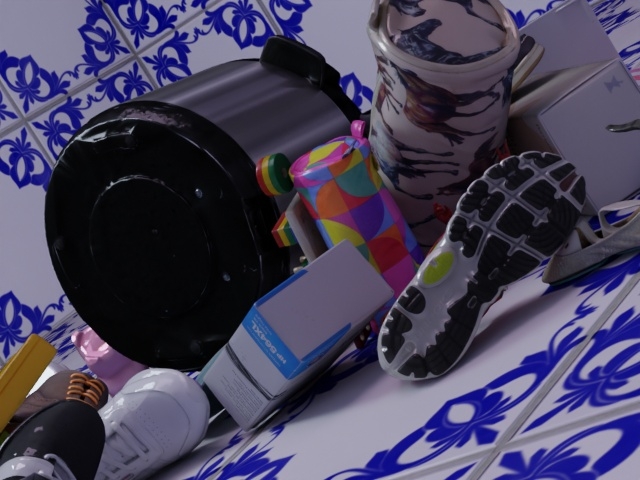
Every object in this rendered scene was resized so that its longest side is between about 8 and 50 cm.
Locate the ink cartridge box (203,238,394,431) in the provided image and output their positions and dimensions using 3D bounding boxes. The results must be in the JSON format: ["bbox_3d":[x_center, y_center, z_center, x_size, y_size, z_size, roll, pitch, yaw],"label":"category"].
[{"bbox_3d":[-0.028,0.106,1.764,0.148,0.086,0.203,-36,-9,-34],"label":"ink cartridge box"}]

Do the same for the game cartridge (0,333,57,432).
[{"bbox_3d":[-0.450,0.276,1.942,0.285,0.053,0.323,-58,7,-34],"label":"game cartridge"}]

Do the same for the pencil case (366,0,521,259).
[{"bbox_3d":[0.123,-0.126,1.867,0.184,0.159,0.410,-1,-36,-2],"label":"pencil case"}]

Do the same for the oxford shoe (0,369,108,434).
[{"bbox_3d":[-0.345,0.230,2.147,0.132,0.130,0.364,-61,15,-12],"label":"oxford shoe"}]

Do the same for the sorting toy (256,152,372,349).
[{"bbox_3d":[0.000,0.000,1.883,0.046,0.274,0.132,-14,26,27],"label":"sorting toy"}]

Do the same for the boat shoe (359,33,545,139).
[{"bbox_3d":[0.156,-0.184,2.017,0.285,0.092,0.103,-33,12,43],"label":"boat shoe"}]

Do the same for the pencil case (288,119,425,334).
[{"bbox_3d":[0.057,-0.009,1.810,0.104,0.236,0.104,-24,17,8],"label":"pencil case"}]

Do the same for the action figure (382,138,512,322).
[{"bbox_3d":[0.160,-0.005,1.779,0.091,0.139,0.280,-23,10,46],"label":"action figure"}]

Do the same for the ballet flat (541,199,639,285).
[{"bbox_3d":[0.279,-0.006,1.590,0.168,0.052,0.057,-26,11,39],"label":"ballet flat"}]

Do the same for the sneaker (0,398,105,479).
[{"bbox_3d":[-0.298,0.303,1.667,0.146,0.122,0.330,-8,40,45],"label":"sneaker"}]

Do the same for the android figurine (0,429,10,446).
[{"bbox_3d":[-0.432,0.337,1.948,0.273,0.056,0.248,-52,6,3],"label":"android figurine"}]

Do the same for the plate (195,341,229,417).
[{"bbox_3d":[-0.102,0.150,1.935,0.188,0.024,0.188,-42,-14,-14],"label":"plate"}]

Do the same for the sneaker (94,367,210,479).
[{"bbox_3d":[-0.243,0.259,1.852,0.305,0.114,0.152,-37,11,31],"label":"sneaker"}]

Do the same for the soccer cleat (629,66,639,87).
[{"bbox_3d":[0.443,-0.191,2.012,0.095,0.083,0.248,-12,13,40],"label":"soccer cleat"}]

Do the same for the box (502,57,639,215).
[{"bbox_3d":[0.293,-0.120,1.928,0.121,0.148,0.311,-34,6,-8],"label":"box"}]

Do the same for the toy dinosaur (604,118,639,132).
[{"bbox_3d":[0.360,-0.072,1.532,0.118,0.064,0.268,-1,24,-4],"label":"toy dinosaur"}]

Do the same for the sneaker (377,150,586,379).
[{"bbox_3d":[0.150,0.022,1.613,0.279,0.107,0.118,-47,-2,-5],"label":"sneaker"}]

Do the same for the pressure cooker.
[{"bbox_3d":[-0.115,-0.046,2.157,0.370,0.375,0.420,-24,5,36],"label":"pressure cooker"}]

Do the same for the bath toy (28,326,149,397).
[{"bbox_3d":[-0.298,0.178,2.472,0.348,0.151,0.129,-35,-31,-1],"label":"bath toy"}]

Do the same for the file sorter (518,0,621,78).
[{"bbox_3d":[0.275,-0.183,2.238,0.278,0.192,0.173,-32,5,-2],"label":"file sorter"}]
